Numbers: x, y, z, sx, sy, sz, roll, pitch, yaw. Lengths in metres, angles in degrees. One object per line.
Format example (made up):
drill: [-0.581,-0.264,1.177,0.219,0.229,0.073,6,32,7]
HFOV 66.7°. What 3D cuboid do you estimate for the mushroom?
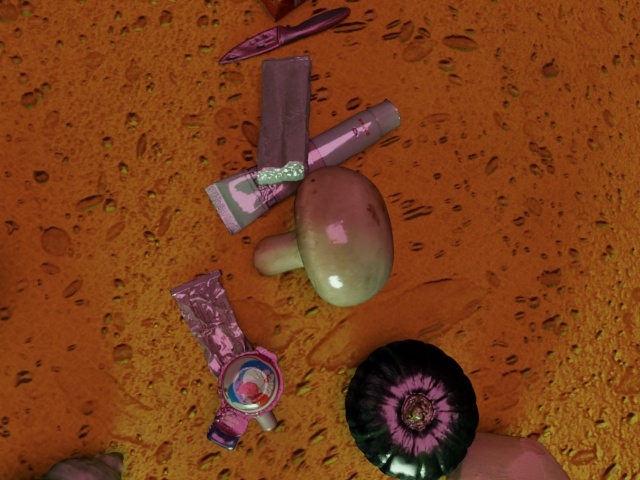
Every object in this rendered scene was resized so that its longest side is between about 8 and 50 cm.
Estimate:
mushroom: [0.000,0.000,0.717,0.215,0.207,0.207,-14,86,22]

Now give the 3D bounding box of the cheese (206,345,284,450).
cheese: [-0.109,0.220,0.686,0.095,0.038,0.145,27,82,2]

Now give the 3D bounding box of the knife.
knife: [-0.059,-0.348,0.816,0.247,0.018,0.035,-25,92,-11]

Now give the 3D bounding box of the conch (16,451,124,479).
conch: [-0.357,0.392,0.614,0.220,0.195,0.277,43,55,-14]

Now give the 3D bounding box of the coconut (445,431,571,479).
coconut: [0.282,0.373,0.713,0.183,0.171,0.171,-3,82,34]

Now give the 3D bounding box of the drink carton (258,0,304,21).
drink carton: [-0.019,-0.476,0.811,0.223,0.071,0.096,-41,93,-11]

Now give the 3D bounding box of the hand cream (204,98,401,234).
hand cream: [-0.020,-0.128,0.787,0.331,0.058,0.085,-30,104,-7]

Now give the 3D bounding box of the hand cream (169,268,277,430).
hand cream: [-0.137,0.171,0.735,0.084,0.050,0.257,-26,86,-9]

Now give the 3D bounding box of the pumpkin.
pumpkin: [0.135,0.248,0.720,0.202,0.140,0.202,1,71,-2]

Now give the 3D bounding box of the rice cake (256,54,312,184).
rice cake: [-0.056,-0.192,0.758,0.085,0.040,0.226,-1,67,3]
